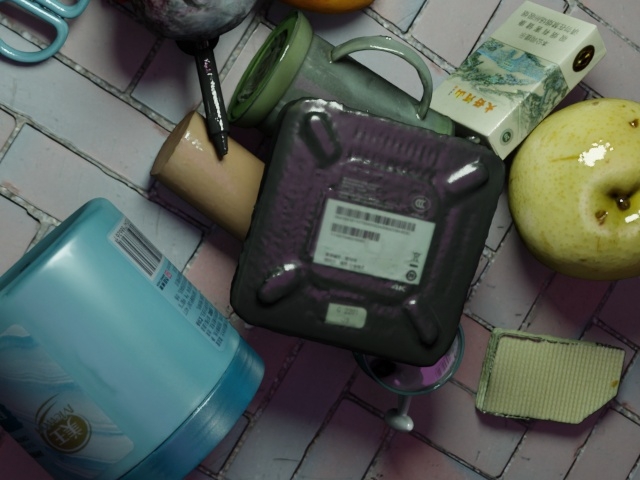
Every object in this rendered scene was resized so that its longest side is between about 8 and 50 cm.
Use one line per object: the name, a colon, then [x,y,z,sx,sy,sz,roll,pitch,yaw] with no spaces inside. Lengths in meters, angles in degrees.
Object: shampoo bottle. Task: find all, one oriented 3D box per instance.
shampoo bottle: [-0.311,0.161,1.570,0.331,0.331,0.342,-43,102,-9]

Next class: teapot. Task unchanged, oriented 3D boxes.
teapot: [0.061,-0.199,1.699,0.337,0.270,0.200,31,41,-18]

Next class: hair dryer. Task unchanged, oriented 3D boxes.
hair dryer: [-0.165,-0.242,1.663,0.071,0.114,0.248,-13,82,-9]

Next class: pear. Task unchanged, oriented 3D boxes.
pear: [0.448,-0.085,1.791,0.309,0.309,0.309,-1,94,-16]

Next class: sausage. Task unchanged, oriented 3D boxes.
sausage: [-0.131,-0.078,1.712,0.253,0.123,0.123,37,84,-16]

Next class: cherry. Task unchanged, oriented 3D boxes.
cherry: [-0.170,-0.365,1.539,0.195,0.195,0.195,-1,94,-16]

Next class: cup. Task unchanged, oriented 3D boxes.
cup: [0.120,0.154,1.771,0.168,0.173,0.299,-1,95,-16]

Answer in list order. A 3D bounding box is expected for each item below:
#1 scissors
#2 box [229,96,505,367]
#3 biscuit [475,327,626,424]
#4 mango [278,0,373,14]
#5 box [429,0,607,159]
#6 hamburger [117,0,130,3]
scissors: [-0.545,-0.422,1.566,0.447,0.029,0.192,29,112,-21]
box: [0.073,-0.011,1.606,0.359,0.091,0.350,14,96,-13]
biscuit: [0.399,0.237,1.919,0.252,0.052,0.150,8,96,-15]
mango: [-0.007,-0.421,1.696,0.257,0.187,0.138,18,109,-25]
box: [0.313,-0.263,1.795,0.256,0.164,0.069,-45,133,-9]
hamburger: [-0.277,-0.443,1.635,0.175,0.137,0.175,0,91,-18]
